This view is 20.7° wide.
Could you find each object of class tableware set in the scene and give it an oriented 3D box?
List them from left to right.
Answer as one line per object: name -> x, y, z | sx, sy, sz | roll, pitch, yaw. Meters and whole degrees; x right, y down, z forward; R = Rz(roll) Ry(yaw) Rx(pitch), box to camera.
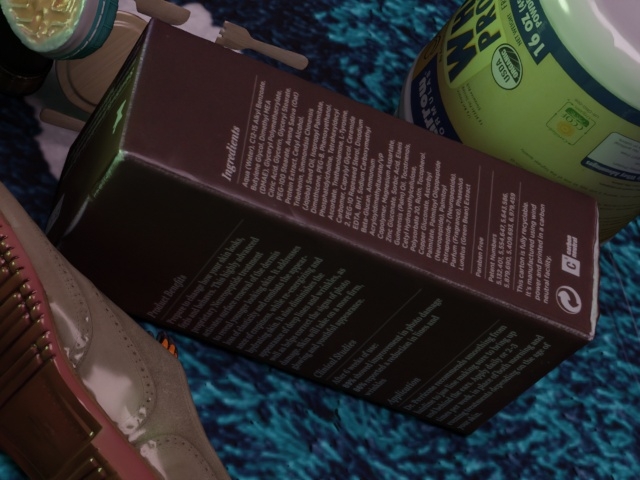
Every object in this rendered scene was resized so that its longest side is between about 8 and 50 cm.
tableware set -> -0.120, -0.127, 1.392 | 0.194, 0.128, 0.039 | 20, 14, -24

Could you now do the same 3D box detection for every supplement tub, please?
supplement tub -> 0.202, -0.121, 1.427 | 0.228, 0.316, 0.228 | 14, 55, -21

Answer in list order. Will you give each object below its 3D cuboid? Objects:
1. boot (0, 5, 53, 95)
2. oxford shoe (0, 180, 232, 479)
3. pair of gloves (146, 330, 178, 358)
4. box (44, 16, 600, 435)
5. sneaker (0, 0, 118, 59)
boot -> -0.253, -0.233, 1.379 | 0.082, 0.106, 0.219 | -15, 70, -35
oxford shoe -> -0.178, 0.086, 1.235 | 0.130, 0.123, 0.348 | -20, 78, -52
pair of gloves -> -0.146, 0.089, 1.303 | 0.083, 0.010, 0.074 | 21, 54, -16
box -> 0.000, 0.000, 1.325 | 0.381, 0.191, 0.143 | 20, 53, -18
sneaker -> -0.169, -0.251, 1.307 | 0.121, 0.108, 0.302 | 29, 45, -46
